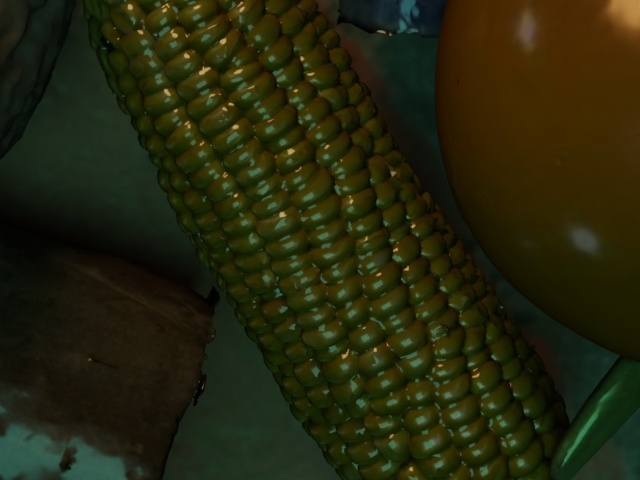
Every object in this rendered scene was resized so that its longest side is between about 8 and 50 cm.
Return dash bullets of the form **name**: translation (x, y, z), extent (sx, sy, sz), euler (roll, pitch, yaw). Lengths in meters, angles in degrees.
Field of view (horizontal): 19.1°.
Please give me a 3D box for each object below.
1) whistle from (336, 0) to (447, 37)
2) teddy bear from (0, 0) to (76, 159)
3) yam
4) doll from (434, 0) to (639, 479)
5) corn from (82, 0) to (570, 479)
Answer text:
- **whistle**: translation (0.049, -0.225, 0.677), extent (0.062, 0.062, 0.304), euler (6, 110, 1)
- **teddy bear**: translation (-0.218, -0.120, 0.690), extent (0.267, 0.151, 0.236), euler (25, 73, -9)
- **yam**: translation (-0.169, 0.045, 0.755), extent (0.238, 0.129, 0.128), euler (19, 110, -4)
- **doll**: translation (0.139, -0.039, 0.684), extent (0.213, 0.213, 0.236), euler (3, 147, 3)
- **corn**: translation (0.000, 0.000, 0.747), extent (0.106, 0.106, 0.293), euler (-29, 102, 14)
